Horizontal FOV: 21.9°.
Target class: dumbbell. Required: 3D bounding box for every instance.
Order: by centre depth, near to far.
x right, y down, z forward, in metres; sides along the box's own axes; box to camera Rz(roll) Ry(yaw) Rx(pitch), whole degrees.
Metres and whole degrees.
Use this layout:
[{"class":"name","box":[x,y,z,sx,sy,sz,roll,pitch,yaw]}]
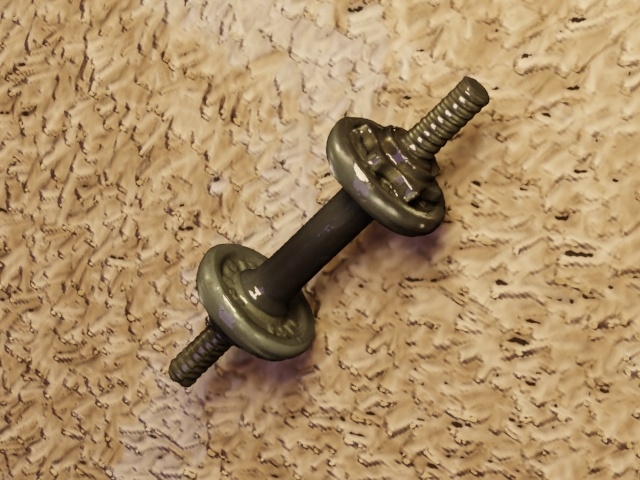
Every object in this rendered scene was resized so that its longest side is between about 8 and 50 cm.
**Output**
[{"class":"dumbbell","box":[0.000,0.000,0.913,0.254,0.081,0.081,-43,72,26]}]
